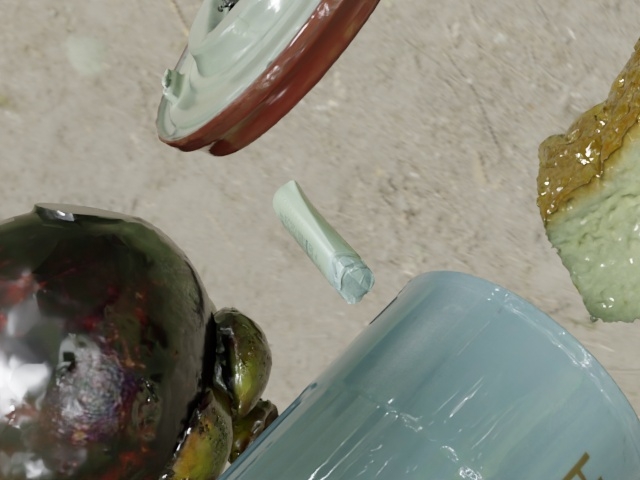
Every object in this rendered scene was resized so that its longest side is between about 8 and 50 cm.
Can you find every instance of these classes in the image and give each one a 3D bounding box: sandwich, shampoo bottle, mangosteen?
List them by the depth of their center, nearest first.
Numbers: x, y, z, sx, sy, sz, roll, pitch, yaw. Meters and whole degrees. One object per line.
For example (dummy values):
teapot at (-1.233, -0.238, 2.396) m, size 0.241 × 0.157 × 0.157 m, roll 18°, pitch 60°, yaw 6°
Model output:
sandwich at (0.357, -0.059, 1.344) m, size 0.325 × 0.262 × 0.131 m, roll -52°, pitch 21°, yaw 28°
mangosteen at (-0.257, 0.135, 1.587) m, size 0.381 × 0.421 × 0.381 m, roll 24°, pitch 118°, yaw 58°
shampoo bottle at (0.000, 0.000, 1.757) m, size 0.049 × 0.072 × 0.212 m, roll -25°, pitch 39°, yaw -12°

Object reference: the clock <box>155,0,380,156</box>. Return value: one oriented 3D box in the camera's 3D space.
clock at (-0.036, -0.209, 1.183) m, size 0.080 × 0.318 × 0.318 m, roll 36°, pitch 100°, yaw -19°

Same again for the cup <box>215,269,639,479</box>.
cup at (0.050, 0.230, 1.120) m, size 0.257 × 0.331 × 0.311 m, roll 45°, pitch 64°, yaw 6°
